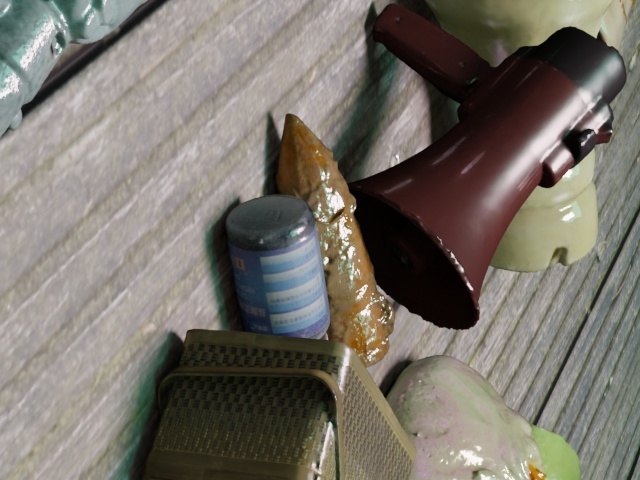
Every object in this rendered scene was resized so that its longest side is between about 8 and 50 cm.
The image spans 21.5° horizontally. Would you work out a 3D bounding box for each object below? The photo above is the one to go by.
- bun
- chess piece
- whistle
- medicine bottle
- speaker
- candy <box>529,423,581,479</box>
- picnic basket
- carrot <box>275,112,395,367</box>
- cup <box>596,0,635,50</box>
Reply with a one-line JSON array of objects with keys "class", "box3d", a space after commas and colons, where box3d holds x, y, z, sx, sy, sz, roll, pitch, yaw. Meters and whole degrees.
[{"class": "bun", "box3d": [0.173, 0.279, 1.940, 0.293, 0.187, 0.293, 4, 90, -70]}, {"class": "chess piece", "box3d": [0.235, -0.184, 1.960, 0.234, 0.234, 0.442, -56, 147, -50]}, {"class": "whistle", "box3d": [-0.190, -0.154, 1.087, 0.346, 0.133, 0.142, -62, -170, -25]}, {"class": "medicine bottle", "box3d": [-0.032, 0.062, 1.538, 0.083, 0.083, 0.203, -55, 141, -51]}, {"class": "speaker", "box3d": [0.143, -0.097, 1.759, 0.329, 0.259, 0.198, -51, 139, -25]}, {"class": "candy", "box3d": [0.264, 0.414, 2.278, 0.142, 0.132, 0.344, 31, 53, -17]}, {"class": "picnic basket", "box3d": [-0.029, 0.195, 1.464, 0.267, 0.165, 0.139, 59, 40, -55]}, {"class": "carrot", "box3d": [0.000, 0.000, 1.621, 0.102, 0.102, 0.263, -48, 131, -56]}, {"class": "cup", "box3d": [0.292, -0.347, 2.207, 0.173, 0.255, 0.202, -45, -163, 52]}]
